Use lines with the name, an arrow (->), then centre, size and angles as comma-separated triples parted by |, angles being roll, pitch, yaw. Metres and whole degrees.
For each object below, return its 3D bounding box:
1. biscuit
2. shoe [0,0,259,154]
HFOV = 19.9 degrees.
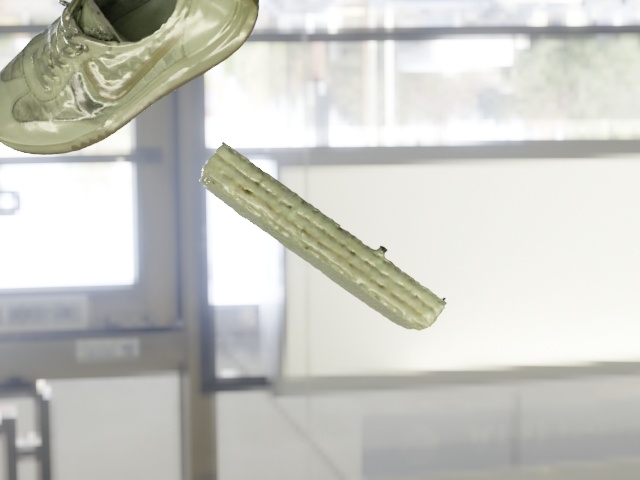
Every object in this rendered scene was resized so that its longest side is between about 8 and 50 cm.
biscuit -> 0.000, 0.000, 1.339 | 0.199, 0.040, 0.121 | 35, 175, -2
shoe -> -0.187, -0.167, 1.562 | 0.275, 0.103, 0.098 | -31, 147, 18
